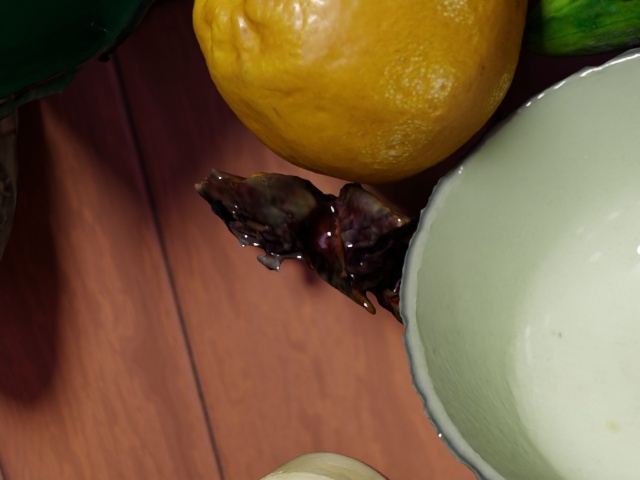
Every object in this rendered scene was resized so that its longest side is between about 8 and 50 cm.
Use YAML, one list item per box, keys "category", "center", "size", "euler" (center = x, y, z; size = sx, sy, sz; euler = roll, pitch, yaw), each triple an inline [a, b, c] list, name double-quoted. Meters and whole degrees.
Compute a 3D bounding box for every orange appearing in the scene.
- category: "orange"
  center: [0.013, -0.104, 0.420]
  size: [0.159, 0.136, 0.159]
  euler: [8, 101, 52]

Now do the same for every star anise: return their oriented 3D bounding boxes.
- category: "star anise"
  center: [0.002, -0.004, 0.480]
  size: [0.212, 0.157, 0.053]
  euler: [30, 81, 22]

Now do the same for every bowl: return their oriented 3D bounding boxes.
- category: "bowl"
  center: [0.150, 0.032, 0.383]
  size: [0.211, 0.112, 0.211]
  euler: [-17, 54, 25]

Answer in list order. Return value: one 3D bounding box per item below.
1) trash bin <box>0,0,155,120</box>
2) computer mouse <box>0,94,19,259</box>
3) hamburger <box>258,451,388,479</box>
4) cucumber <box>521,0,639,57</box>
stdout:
- category: "trash bin"
  center: [-0.234, -0.261, 0.463]
  size: [0.381, 0.295, 0.259]
  euler: [47, 125, -4]
- category: "computer mouse"
  center: [-0.291, -0.096, 0.643]
  size: [0.199, 0.115, 0.389]
  euler: [-7, 88, 28]
- category: "hamburger"
  center: [-0.007, 0.201, 0.586]
  size: [0.141, 0.081, 0.127]
  euler: [-7, 104, 32]
- category: "cucumber"
  center: [0.196, -0.115, 0.365]
  size: [0.250, 0.056, 0.056]
  euler: [-4, 105, 33]
